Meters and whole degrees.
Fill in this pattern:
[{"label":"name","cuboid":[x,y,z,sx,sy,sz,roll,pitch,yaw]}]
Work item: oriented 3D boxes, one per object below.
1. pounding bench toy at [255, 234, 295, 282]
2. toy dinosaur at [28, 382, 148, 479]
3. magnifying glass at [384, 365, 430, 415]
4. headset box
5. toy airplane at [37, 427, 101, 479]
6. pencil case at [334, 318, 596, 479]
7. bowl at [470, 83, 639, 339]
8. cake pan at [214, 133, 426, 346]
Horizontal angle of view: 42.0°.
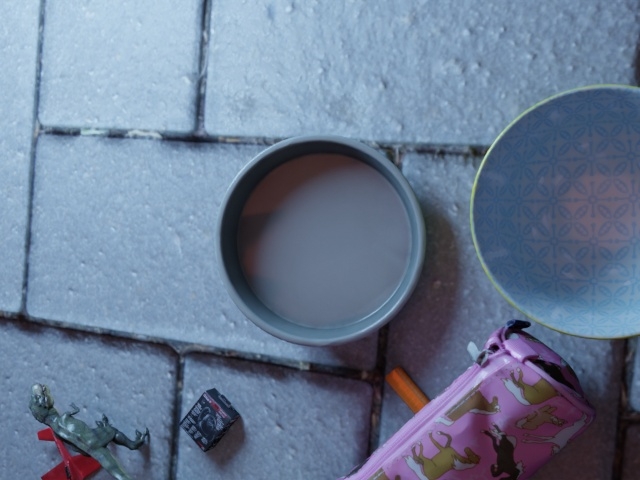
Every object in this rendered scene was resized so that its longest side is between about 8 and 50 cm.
[{"label":"pounding bench toy","cuboid":[-0.062,0.023,1.228,0.083,0.052,0.065,15,96,22]},{"label":"toy dinosaur","cuboid":[-0.348,0.315,1.320,0.268,0.118,0.064,30,102,20]},{"label":"magnifying glass","cuboid":[0.174,0.269,1.147,0.092,0.026,0.231,-46,76,17]},{"label":"headset box","cuboid":[-0.170,0.275,1.289,0.062,0.032,0.083,42,105,17]},{"label":"toy airplane","cuboid":[-0.427,0.364,1.405,0.151,0.028,0.151,0,90,22]},{"label":"pencil case","cuboid":[0.157,0.276,1.055,0.167,0.160,0.386,47,108,14]},{"label":"bowl","cuboid":[0.339,-0.033,0.997,0.290,0.156,0.289,1,91,23]},{"label":"cake pan","cuboid":[0.000,0.000,1.163,0.293,0.054,0.293,0,90,7]}]
